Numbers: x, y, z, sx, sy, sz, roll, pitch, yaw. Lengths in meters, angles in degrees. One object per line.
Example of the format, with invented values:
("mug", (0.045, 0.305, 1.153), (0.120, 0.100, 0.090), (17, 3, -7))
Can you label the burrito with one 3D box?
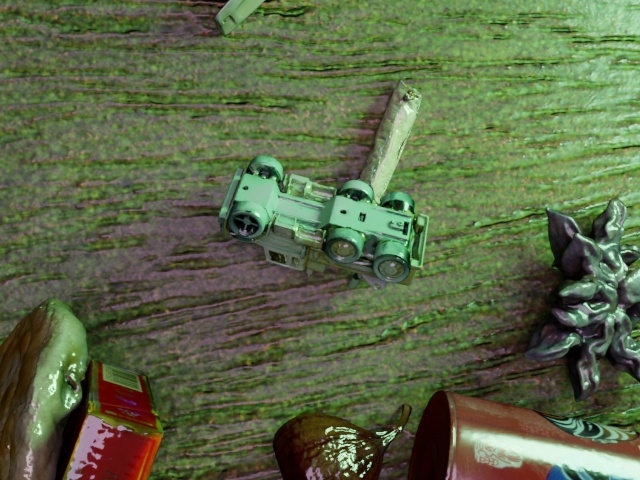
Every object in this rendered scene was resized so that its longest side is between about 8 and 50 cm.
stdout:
("burrito", (0.090, -0.127, 1.194), (0.045, 0.041, 0.185), (26, 85, -45))

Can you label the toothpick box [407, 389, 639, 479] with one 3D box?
("toothpick box", (0.294, 0.322, 1.120), (0.333, 0.204, 0.204), (12, 88, -4))

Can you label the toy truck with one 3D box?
("toy truck", (-0.002, -0.003, 1.139), (0.260, 0.135, 0.128), (18, 44, -3))

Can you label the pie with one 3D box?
("pie", (-0.365, 0.220, 1.033), (0.075, 0.337, 0.337), (22, 87, -30))

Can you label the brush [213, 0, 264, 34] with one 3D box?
("brush", (-0.034, -0.407, 1.180), (0.050, 0.060, 0.321), (43, 86, 10))

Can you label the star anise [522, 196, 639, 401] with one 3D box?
("star anise", (0.373, 0.079, 1.177), (0.212, 0.129, 0.282), (17, 92, -21))

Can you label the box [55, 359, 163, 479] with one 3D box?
("box", (-0.260, 0.266, 1.017), (0.089, 0.313, 0.197), (21, 87, -13))

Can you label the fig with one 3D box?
("fig", (0.045, 0.283, 1.143), (0.201, 0.134, 0.146), (-16, 100, -13))
